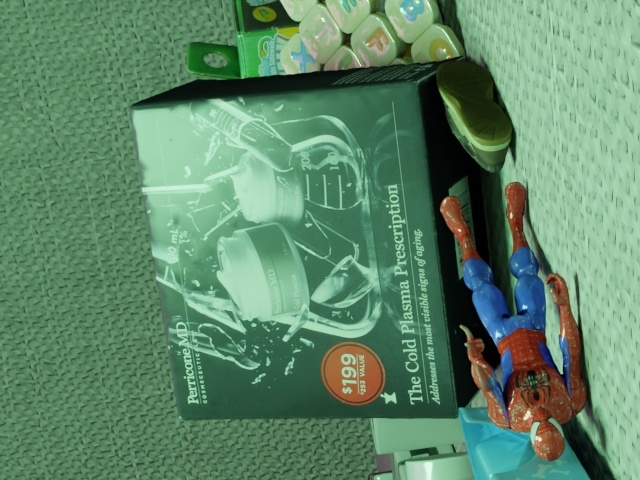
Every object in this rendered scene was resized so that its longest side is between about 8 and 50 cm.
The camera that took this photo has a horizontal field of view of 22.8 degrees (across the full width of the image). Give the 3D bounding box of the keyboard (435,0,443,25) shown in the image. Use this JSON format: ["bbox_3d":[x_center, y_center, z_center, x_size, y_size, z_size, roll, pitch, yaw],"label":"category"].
[{"bbox_3d":[0.128,-0.260,1.819,0.072,0.014,0.256,77,-177,-51],"label":"keyboard"}]

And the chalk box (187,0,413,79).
[{"bbox_3d":[-0.020,-0.229,1.987,0.180,0.289,0.179,-97,0,-56],"label":"chalk box"}]

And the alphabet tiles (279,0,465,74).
[{"bbox_3d":[0.048,-0.200,1.759,0.284,0.021,0.278,60,145,8],"label":"alphabet tiles"}]

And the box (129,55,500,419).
[{"bbox_3d":[0.000,0.000,1.647,0.179,0.312,0.343,-35,-61,-64],"label":"box"}]

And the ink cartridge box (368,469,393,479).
[{"bbox_3d":[0.136,0.385,2.465,0.150,0.109,0.063,106,157,-83],"label":"ink cartridge box"}]

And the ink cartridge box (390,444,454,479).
[{"bbox_3d":[0.155,0.367,2.263,0.208,0.087,0.153,-103,6,-66],"label":"ink cartridge box"}]

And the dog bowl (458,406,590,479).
[{"bbox_3d":[0.183,0.232,1.304,0.297,0.074,0.166,-106,0,-74],"label":"dog bowl"}]

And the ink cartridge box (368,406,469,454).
[{"bbox_3d":[0.116,0.172,2.069,0.176,0.128,0.127,-102,5,-61],"label":"ink cartridge box"}]

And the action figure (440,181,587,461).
[{"bbox_3d":[0.154,0.045,1.298,0.139,0.091,0.280,72,-174,-49],"label":"action figure"}]

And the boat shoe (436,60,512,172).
[{"bbox_3d":[0.141,-0.118,1.493,0.152,0.056,0.049,-102,10,-54],"label":"boat shoe"}]

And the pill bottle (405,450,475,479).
[{"bbox_3d":[0.158,0.357,1.822,0.124,0.124,0.221,111,152,-84],"label":"pill bottle"}]
